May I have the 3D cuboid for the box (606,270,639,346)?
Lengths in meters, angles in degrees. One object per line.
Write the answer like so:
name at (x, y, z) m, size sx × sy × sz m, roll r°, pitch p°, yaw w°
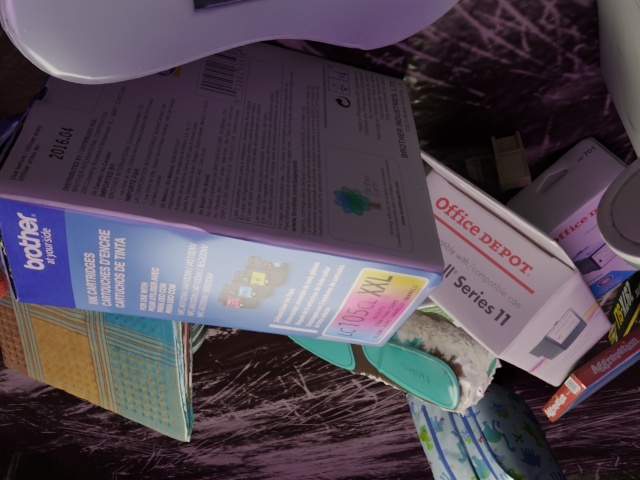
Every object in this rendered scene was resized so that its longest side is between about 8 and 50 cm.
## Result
box at (0.645, 0.097, 0.890) m, size 0.257 × 0.079 × 0.322 m, roll -6°, pitch 144°, yaw 12°

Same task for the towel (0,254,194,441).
towel at (-0.346, 0.129, 0.792) m, size 0.370 × 0.040 × 0.271 m, roll 14°, pitch 116°, yaw 19°

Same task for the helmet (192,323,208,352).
helmet at (-0.269, 0.131, 0.880) m, size 0.170 × 0.161 × 0.169 m, roll 1°, pitch 144°, yaw 0°

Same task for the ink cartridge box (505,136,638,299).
ink cartridge box at (0.353, -0.021, 0.695) m, size 0.191 × 0.082 × 0.139 m, roll 30°, pitch 116°, yaw -37°

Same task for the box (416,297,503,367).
box at (0.205, 0.183, 1.038) m, size 0.232 × 0.058 × 0.322 m, roll -15°, pitch 143°, yaw 20°

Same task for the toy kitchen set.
toy kitchen set at (0.218, -0.074, 0.657) m, size 0.068 × 0.075 × 0.083 m, roll -11°, pitch 143°, yaw 18°

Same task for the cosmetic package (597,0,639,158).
cosmetic package at (0.304, -0.166, 0.397) m, size 0.138 × 0.224 × 0.224 m, roll -15°, pitch 142°, yaw 22°

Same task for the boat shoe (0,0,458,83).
boat shoe at (-0.053, -0.223, 0.411) m, size 0.367 × 0.156 × 0.135 m, roll -21°, pitch 144°, yaw -20°

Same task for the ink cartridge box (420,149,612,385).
ink cartridge box at (0.203, 0.045, 0.638) m, size 0.119 × 0.207 × 0.353 m, roll -50°, pitch 141°, yaw 7°

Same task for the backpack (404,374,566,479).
backpack at (0.351, 0.444, 1.145) m, size 0.290 × 0.355 × 0.273 m, roll 26°, pitch 137°, yaw -29°

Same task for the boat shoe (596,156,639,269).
boat shoe at (0.326, -0.036, 0.287) m, size 0.320 × 0.116 × 0.099 m, roll -22°, pitch 135°, yaw 20°

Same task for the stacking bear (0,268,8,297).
stacking bear at (-0.434, -0.086, 0.546) m, size 0.164 × 0.175 × 0.288 m, roll -8°, pitch 120°, yaw -29°

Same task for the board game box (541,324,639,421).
board game box at (0.447, 0.152, 0.762) m, size 0.281 × 0.027 × 0.145 m, roll -28°, pitch 148°, yaw -15°

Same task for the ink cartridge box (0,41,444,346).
ink cartridge box at (-0.111, -0.069, 0.503) m, size 0.396 × 0.270 × 0.151 m, roll 11°, pitch 138°, yaw -15°

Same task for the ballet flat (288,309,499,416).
ballet flat at (0.092, 0.145, 0.845) m, size 0.409 × 0.147 × 0.147 m, roll 18°, pitch 161°, yaw 43°
